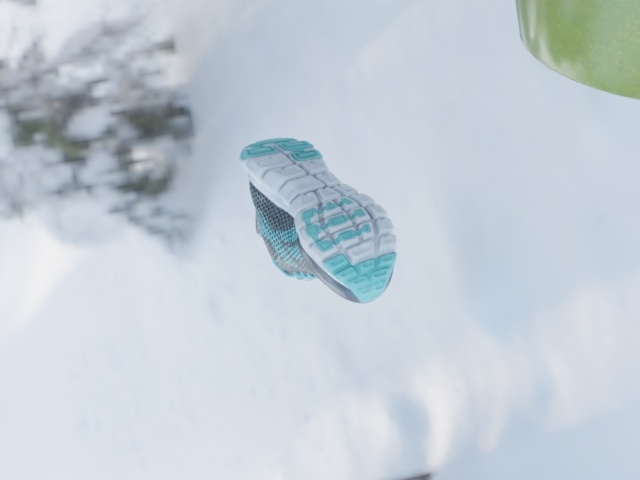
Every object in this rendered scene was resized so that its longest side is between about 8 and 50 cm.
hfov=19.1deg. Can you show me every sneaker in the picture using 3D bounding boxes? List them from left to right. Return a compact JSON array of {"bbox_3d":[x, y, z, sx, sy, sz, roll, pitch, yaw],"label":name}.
[{"bbox_3d":[0.000,0.000,1.231,0.166,0.065,0.076,-127,31,-49],"label":"sneaker"}]

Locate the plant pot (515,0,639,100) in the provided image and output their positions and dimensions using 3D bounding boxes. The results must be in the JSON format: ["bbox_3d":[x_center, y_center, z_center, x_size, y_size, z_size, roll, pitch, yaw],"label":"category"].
[{"bbox_3d":[0.223,-0.242,1.153,0.275,0.274,0.293,-129,44,-52],"label":"plant pot"}]
